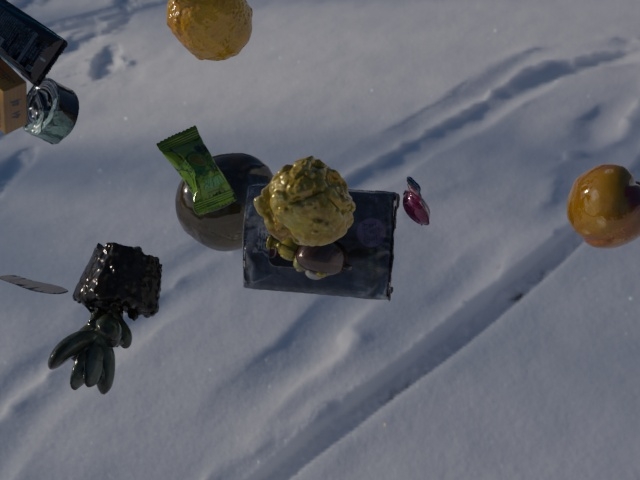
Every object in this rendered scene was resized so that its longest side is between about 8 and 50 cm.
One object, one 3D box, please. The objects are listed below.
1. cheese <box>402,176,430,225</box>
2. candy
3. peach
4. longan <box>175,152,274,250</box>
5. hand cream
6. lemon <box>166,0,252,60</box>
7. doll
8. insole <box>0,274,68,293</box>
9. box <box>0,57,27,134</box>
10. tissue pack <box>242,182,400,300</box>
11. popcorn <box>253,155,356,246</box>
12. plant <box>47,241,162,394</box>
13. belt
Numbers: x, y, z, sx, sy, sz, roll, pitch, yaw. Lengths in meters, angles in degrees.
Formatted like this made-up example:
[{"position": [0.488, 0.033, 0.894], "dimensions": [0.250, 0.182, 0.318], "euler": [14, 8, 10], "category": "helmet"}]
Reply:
[{"position": [0.208, -0.084, 1.674], "dimensions": [0.038, 0.145, 0.095], "euler": [-34, 56, -12], "category": "cheese"}, {"position": [-0.338, -0.194, 2.091], "dimensions": [0.149, 0.069, 0.246], "euler": [-27, 80, -41], "category": "candy"}, {"position": [0.467, -0.053, 1.235], "dimensions": [0.138, 0.138, 0.138], "euler": [-7, 36, 5], "category": "peach"}, {"position": [-0.279, -0.118, 2.315], "dimensions": [0.319, 0.318, 0.318], "euler": [-7, 36, 5], "category": "longan"}, {"position": [-0.668, -0.449, 1.586], "dimensions": [0.120, 0.271, 0.061], "euler": [-51, 6, 12], "category": "hand cream"}, {"position": [-0.192, -0.391, 1.359], "dimensions": [0.142, 0.187, 0.142], "euler": [-8, 70, 22], "category": "lemon"}, {"position": [-0.021, 0.034, 1.683], "dimensions": [0.188, 0.096, 0.145], "euler": [14, -2, 37], "category": "doll"}, {"position": [-0.774, 0.119, 2.043], "dimensions": [0.232, 0.003, 0.080], "euler": [11, 12, 26], "category": "insole"}, {"position": [-0.789, -0.383, 1.790], "dimensions": [0.237, 0.152, 0.070], "euler": [42, 54, 9], "category": "box"}, {"position": [0.000, 0.000, 1.813], "dimensions": [0.362, 0.259, 0.122], "euler": [5, 5, 8], "category": "tissue pack"}, {"position": [-0.026, -0.066, 1.415], "dimensions": [0.180, 0.179, 0.170], "euler": [-29, 37, -24], "category": "popcorn"}, {"position": [-0.387, 0.142, 1.398], "dimensions": [0.149, 0.147, 0.274], "euler": [-25, 42, 52], "category": "plant"}, {"position": [-0.689, -0.326, 1.937], "dimensions": [0.151, 0.078, 0.198], "euler": [-52, 48, 9], "category": "belt"}]
